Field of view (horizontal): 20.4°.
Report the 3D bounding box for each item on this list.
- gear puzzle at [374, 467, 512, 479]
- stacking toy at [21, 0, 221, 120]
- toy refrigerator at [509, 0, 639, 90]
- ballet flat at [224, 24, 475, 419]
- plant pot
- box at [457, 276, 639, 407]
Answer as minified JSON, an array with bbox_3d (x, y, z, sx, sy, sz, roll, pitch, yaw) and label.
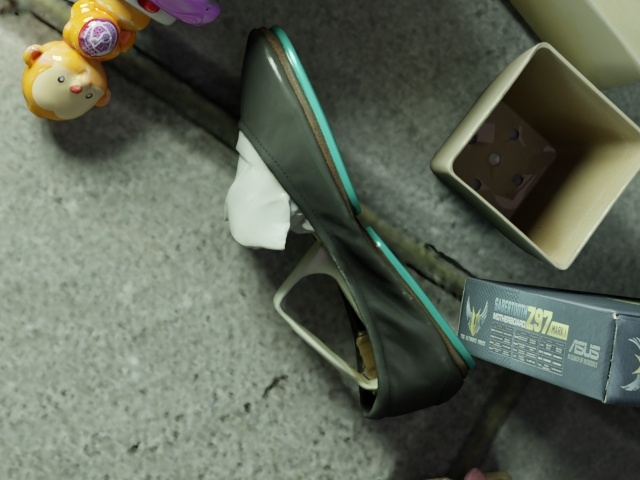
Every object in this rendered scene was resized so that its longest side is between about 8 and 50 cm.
[{"bbox_3d":[0.091,0.319,1.157,0.175,0.044,0.338,-2,75,-27],"label":"gear puzzle"},{"bbox_3d":[-0.091,-0.198,1.100,0.175,0.166,0.302,31,99,-40],"label":"stacking toy"},{"bbox_3d":[0.148,-0.235,1.199,0.102,0.094,0.269,-46,105,-19],"label":"toy refrigerator"},{"bbox_3d":[0.000,0.000,1.157,0.096,0.095,0.280,-31,101,-3],"label":"ballet flat"},{"bbox_3d":[0.136,-0.056,1.195,0.109,0.096,0.109,40,80,-15],"label":"plant pot"},{"bbox_3d":[0.215,0.070,1.153,0.183,0.233,0.059,7,92,-18],"label":"box"}]
